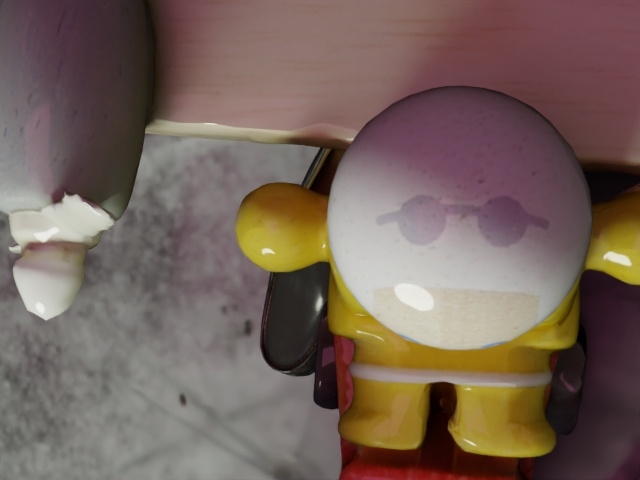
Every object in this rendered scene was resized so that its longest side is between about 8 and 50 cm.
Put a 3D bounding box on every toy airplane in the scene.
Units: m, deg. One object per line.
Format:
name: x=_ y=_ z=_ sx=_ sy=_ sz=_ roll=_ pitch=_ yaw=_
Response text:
toy airplane: x=0.063 y=-0.055 z=0.467 sx=0.386 sy=0.272 sz=0.384 roll=-39 pitch=97 yaw=15

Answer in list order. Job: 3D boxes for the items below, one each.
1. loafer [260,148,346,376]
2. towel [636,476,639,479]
loafer: x=0.000 y=0.000 z=0.657 sx=0.062 sy=0.061 sz=0.170 roll=24 pitch=103 yaw=21
towel: x=0.129 y=0.303 z=0.485 sx=0.090 sy=0.320 sz=0.374 roll=26 pitch=107 yaw=-16
